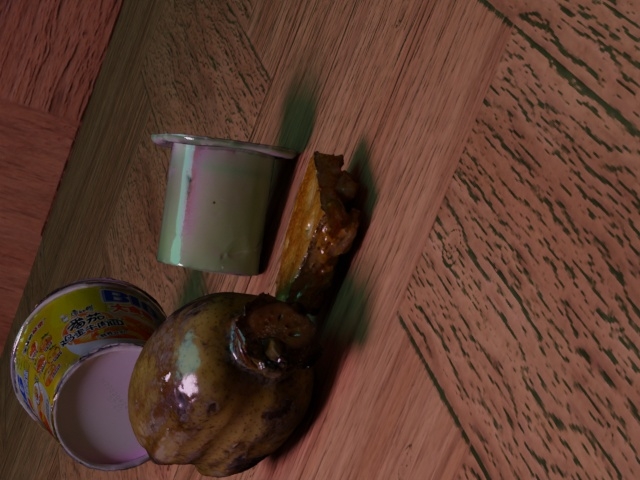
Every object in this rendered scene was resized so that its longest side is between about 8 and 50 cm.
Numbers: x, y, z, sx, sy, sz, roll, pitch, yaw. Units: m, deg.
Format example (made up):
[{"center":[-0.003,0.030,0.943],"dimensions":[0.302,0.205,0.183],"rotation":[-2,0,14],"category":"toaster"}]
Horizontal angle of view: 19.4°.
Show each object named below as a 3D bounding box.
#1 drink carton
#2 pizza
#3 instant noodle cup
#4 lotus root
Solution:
[{"center":[-0.109,-0.037,1.984],"dimensions":[0.144,0.146,0.142],"rotation":[-174,93,-75],"category":"drink carton"},{"center":[0.000,0.000,1.710],"dimensions":[0.134,0.046,0.175],"rotation":[175,111,-75],"category":"pizza"},{"center":[-0.243,0.164,2.150],"dimensions":[0.153,0.205,0.205],"rotation":[44,117,61],"category":"instant noodle cup"},{"center":[-0.079,0.118,1.661],"dimensions":[0.278,0.154,0.154],"rotation":[132,151,-54],"category":"lotus root"}]
